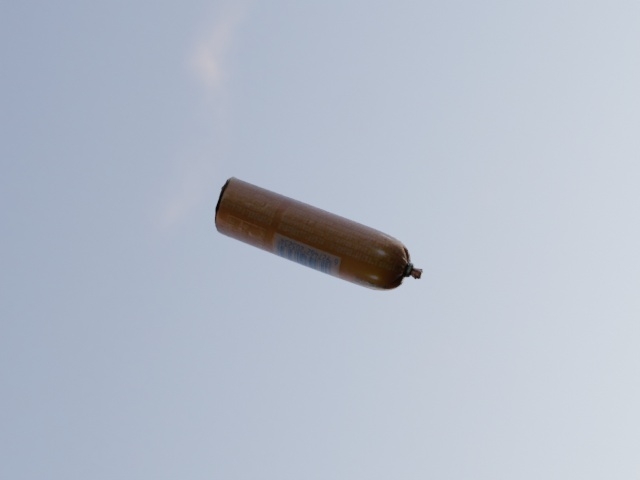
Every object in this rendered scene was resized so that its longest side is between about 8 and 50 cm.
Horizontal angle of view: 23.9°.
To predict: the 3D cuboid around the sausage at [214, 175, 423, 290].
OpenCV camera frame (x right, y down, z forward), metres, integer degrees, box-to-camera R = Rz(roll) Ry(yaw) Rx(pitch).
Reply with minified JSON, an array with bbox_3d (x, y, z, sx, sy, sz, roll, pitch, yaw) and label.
[{"bbox_3d":[0.000,0.000,0.748,0.031,0.107,0.031,21,-90,-78],"label":"sausage"}]
